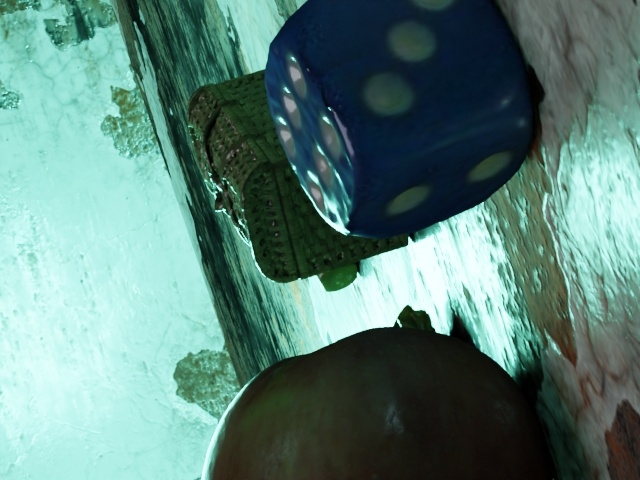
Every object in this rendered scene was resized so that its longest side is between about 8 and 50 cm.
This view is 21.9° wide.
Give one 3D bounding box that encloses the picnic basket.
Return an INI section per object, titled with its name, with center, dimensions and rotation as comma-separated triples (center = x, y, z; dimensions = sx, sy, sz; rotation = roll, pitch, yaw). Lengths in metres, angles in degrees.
[picnic basket]
center = -0.031, -0.067, 1.549
dimensions = 0.196, 0.154, 0.134
rotation = -127, 20, -56

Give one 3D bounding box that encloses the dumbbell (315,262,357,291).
[dumbbell]
center = 0.000, 0.000, 1.804
dimensions = 0.052, 0.046, 0.118
rotation = 77, 169, -56

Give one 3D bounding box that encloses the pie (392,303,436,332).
[pie]
center = 0.102, 0.180, 1.564
dimensions = 0.282, 0.068, 0.128
rotation = 88, 160, -45

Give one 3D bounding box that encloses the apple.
[apple]
center = 0.042, 0.199, 1.326
dimensions = 0.305, 0.306, 0.235
rotation = 114, 151, -75

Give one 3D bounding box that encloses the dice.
[dice]
center = 0.054, -0.093, 1.117
dimensions = 0.146, 0.146, 0.143
rotation = 62, 164, 23
